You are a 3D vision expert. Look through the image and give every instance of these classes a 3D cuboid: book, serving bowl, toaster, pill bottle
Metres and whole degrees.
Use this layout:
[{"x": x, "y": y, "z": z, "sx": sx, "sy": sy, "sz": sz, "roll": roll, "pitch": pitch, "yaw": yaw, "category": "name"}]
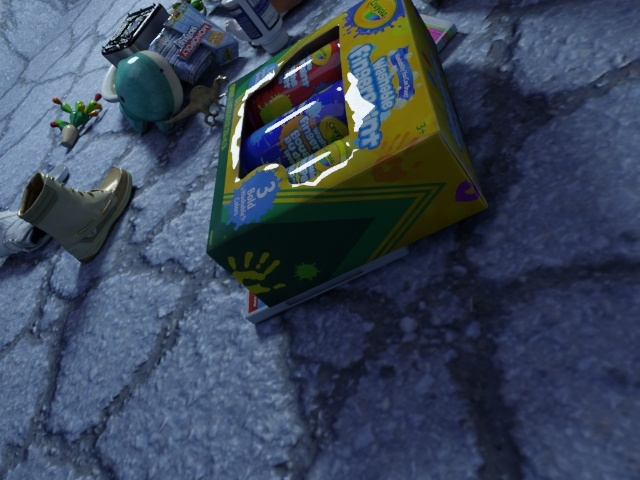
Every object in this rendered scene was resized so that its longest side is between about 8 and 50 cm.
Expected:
[{"x": 0.177, "y": -0.358, "z": 1.205, "sx": 0.144, "sy": 0.035, "sz": 0.096, "roll": -49, "pitch": 41, "yaw": -5, "category": "book"}, {"x": -0.780, "y": -0.190, "z": 1.906, "sx": 0.083, "sy": 0.027, "sz": 0.083, "roll": -25, "pitch": 42, "yaw": 24, "category": "serving bowl"}, {"x": -0.490, "y": -0.536, "z": 1.738, "sx": 0.168, "sy": 0.110, "sz": 0.185, "roll": 2, "pitch": 56, "yaw": 43, "category": "toaster"}, {"x": -0.152, "y": -0.541, "z": 1.555, "sx": 0.094, "sy": 0.169, "sz": 0.094, "roll": -24, "pitch": 42, "yaw": 23, "category": "pill bottle"}]

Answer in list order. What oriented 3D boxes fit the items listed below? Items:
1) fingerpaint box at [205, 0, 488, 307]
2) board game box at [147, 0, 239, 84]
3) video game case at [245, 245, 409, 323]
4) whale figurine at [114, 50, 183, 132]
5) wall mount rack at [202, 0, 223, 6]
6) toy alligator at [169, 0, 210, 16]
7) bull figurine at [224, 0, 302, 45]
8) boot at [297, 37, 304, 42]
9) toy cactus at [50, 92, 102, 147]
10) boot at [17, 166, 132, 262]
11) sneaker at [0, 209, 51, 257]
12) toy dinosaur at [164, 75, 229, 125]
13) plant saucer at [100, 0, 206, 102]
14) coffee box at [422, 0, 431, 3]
[{"x": 0.023, "y": -0.169, "z": 1.020, "sx": 0.371, "sy": 0.163, "sz": 0.444, "roll": -25, "pitch": 41, "yaw": 22, "category": "fingerpaint box"}, {"x": -0.322, "y": -0.507, "z": 1.670, "sx": 0.194, "sy": 0.060, "sz": 0.194, "roll": 26, "pitch": 64, "yaw": 7, "category": "board game box"}, {"x": 0.000, "y": 0.000, "z": 1.037, "sx": 0.285, "sy": 0.025, "sz": 0.204, "roll": -26, "pitch": 42, "yaw": 21, "category": "video game case"}, {"x": -0.467, "y": -0.363, "z": 1.646, "sx": 0.141, "sy": 0.216, "sz": 0.272, "roll": -38, "pitch": 7, "yaw": -38, "category": "whale figurine"}, {"x": -0.354, "y": -0.774, "z": 1.927, "sx": 0.304, "sy": 0.130, "sz": 0.350, "roll": -29, "pitch": 33, "yaw": -22, "category": "wall mount rack"}, {"x": -0.351, "y": -0.640, "z": 1.763, "sx": 0.190, "sy": 0.056, "sz": 0.051, "roll": -10, "pitch": 8, "yaw": 35, "category": "toy alligator"}, {"x": -0.124, "y": -0.647, "z": 1.660, "sx": 0.310, "sy": 0.101, "sz": 0.188, "roll": -30, "pitch": 77, "yaw": 5, "category": "bull figurine"}, {"x": 0.015, "y": -0.421, "z": 1.392, "sx": 0.084, "sy": 0.059, "sz": 0.158, "roll": -47, "pitch": 46, "yaw": -8, "category": "boot"}, {"x": -0.799, "y": -0.387, "z": 2.060, "sx": 0.219, "sy": 0.112, "sz": 0.180, "roll": -10, "pitch": 59, "yaw": 25, "category": "toy cactus"}, {"x": -0.568, "y": -0.108, "z": 1.497, "sx": 0.095, "sy": 0.203, "sz": 0.262, "roll": -4, "pitch": 54, "yaw": 39, "category": "boot"}, {"x": -0.796, "y": -0.022, "z": 1.708, "sx": 0.297, "sy": 0.111, "sz": 0.129, "roll": -29, "pitch": 46, "yaw": 20, "category": "sneaker"}, {"x": -0.281, "y": -0.323, "z": 1.531, "sx": 0.183, "sy": 0.092, "sz": 0.053, "roll": -37, "pitch": 38, "yaw": 8, "category": "toy dinosaur"}, {"x": -0.470, "y": -0.533, "z": 1.888, "sx": 0.400, "sy": 0.100, "sz": 0.400, "roll": -24, "pitch": 41, "yaw": 23, "category": "plant saucer"}, {"x": 0.224, "y": -0.745, "z": 1.275, "sx": 0.338, "sy": 0.334, "sz": 0.337, "roll": -34, "pitch": 38, "yaw": 9, "category": "coffee box"}]
